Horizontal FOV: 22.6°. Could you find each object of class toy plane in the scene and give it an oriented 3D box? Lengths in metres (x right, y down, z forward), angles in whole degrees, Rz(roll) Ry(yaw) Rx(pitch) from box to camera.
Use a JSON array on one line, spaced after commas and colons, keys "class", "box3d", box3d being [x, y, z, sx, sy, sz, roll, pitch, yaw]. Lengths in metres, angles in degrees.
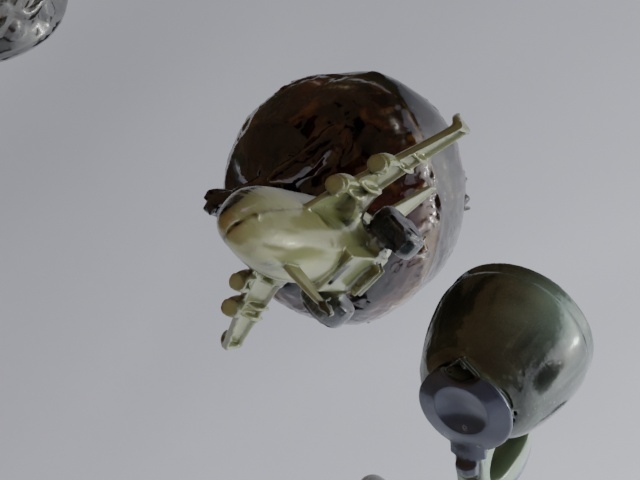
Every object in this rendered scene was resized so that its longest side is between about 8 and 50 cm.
[{"class": "toy plane", "box3d": [0.000, 0.000, 1.096, 0.242, 0.104, 0.256, -43, 174, 17]}]

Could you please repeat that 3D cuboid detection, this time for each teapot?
[{"class": "teapot", "box3d": [0.108, 0.097, 1.076, 0.108, 0.111, 0.149, -47, 167, -44]}]

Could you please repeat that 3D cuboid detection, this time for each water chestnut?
[{"class": "water chestnut", "box3d": [0.003, -0.040, 1.731, 0.300, 0.300, 0.300, -31, -150, 21]}]

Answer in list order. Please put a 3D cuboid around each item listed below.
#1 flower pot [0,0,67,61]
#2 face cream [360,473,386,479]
[{"class": "flower pot", "box3d": [-0.289, -0.300, 1.304, 0.267, 0.267, 0.266, 111, -2, -48]}, {"class": "face cream", "box3d": [0.067, 0.266, 1.645, 0.034, 0.034, 0.130, -47, -173, -7]}]
